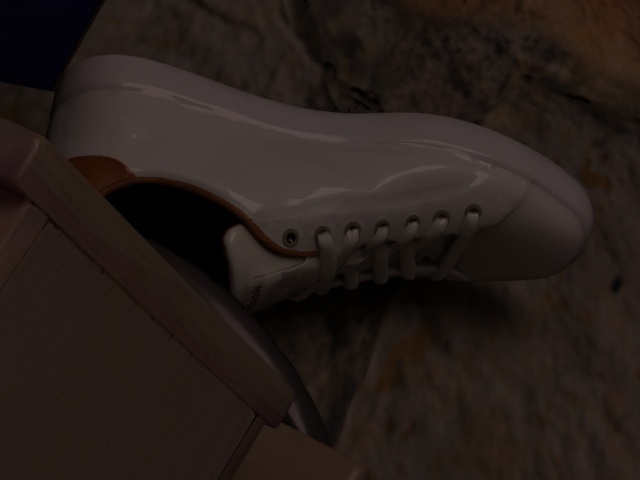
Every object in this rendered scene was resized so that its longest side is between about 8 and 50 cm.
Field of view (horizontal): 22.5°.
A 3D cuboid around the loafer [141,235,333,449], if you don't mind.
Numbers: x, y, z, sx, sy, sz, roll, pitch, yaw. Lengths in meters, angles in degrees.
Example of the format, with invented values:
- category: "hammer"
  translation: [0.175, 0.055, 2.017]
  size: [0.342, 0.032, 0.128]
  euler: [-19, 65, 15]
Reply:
- category: "loafer"
  translation: [-0.163, 0.047, 0.650]
  size: [0.366, 0.134, 0.130]
  euler: [29, 42, 16]

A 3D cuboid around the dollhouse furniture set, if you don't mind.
- category: "dollhouse furniture set"
  translation: [-0.178, 0.065, 0.472]
  size: [0.303, 0.286, 0.198]
  euler: [23, 73, 33]

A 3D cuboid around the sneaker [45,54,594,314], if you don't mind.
- category: "sneaker"
  translation: [0.000, 0.000, 0.816]
  size: [0.290, 0.106, 0.123]
  euler: [10, 51, -10]

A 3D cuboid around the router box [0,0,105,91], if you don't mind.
- category: "router box"
  translation: [-0.277, -0.226, 0.717]
  size: [0.335, 0.082, 0.301]
  euler: [9, 44, -32]
